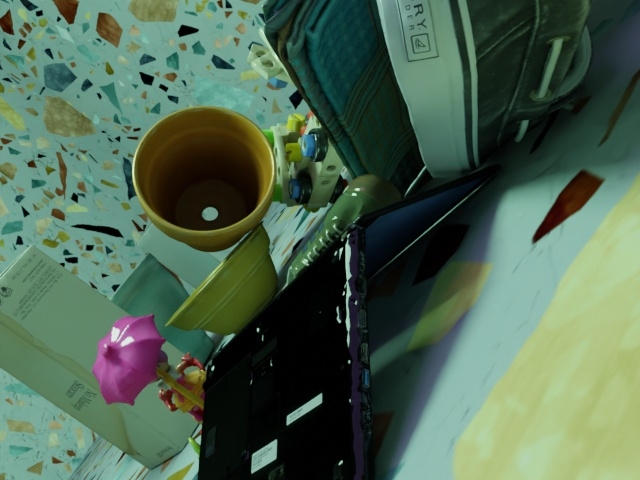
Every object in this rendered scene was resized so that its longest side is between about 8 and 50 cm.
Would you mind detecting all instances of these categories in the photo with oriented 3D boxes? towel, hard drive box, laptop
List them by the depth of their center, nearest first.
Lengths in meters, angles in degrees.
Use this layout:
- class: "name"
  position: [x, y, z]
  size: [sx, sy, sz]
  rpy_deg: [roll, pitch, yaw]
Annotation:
- class: "laptop"
  position: [0.019, 0.090, 0.562]
  size: [0.234, 0.136, 0.264]
  rpy_deg: [-45, 36, 46]
- class: "towel"
  position: [0.094, -0.181, 0.667]
  size: [0.271, 0.040, 0.370]
  rpy_deg: [-53, -22, -6]
- class: "hard drive box"
  position: [-0.230, 0.011, 1.599]
  size: [0.089, 0.232, 0.181]
  rpy_deg: [-49, 9, 28]

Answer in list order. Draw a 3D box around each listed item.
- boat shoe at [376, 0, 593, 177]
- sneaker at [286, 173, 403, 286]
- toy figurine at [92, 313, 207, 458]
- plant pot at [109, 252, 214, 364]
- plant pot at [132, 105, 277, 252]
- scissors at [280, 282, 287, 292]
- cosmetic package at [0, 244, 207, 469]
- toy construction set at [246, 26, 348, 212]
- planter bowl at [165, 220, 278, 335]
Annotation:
- class: "boat shoe"
  position: [0.119, -0.109, 0.516]
  size: [0.119, 0.121, 0.335]
  rpy_deg: [-8, 1, 13]
- class: "sneaker"
  position: [0.015, 0.018, 0.734]
  size: [0.086, 0.064, 0.192]
  rpy_deg: [-54, 1, -28]
- class: "toy figurine"
  position: [-0.128, 0.129, 0.712]
  size: [0.130, 0.159, 0.173]
  rpy_deg: [-53, 7, -4]
- class: "plant pot"
  position: [-0.315, 0.196, 1.391]
  size: [0.293, 0.196, 0.293]
  rpy_deg: [-52, 7, 9]
- class: "plant pot"
  position: [-0.171, -0.071, 1.203]
  size: [0.205, 0.205, 0.188]
  rpy_deg: [-55, -8, -19]
- class: "scissors"
  position: [0.000, 0.000, 1.061]
  size: [0.109, 0.021, 0.297]
  rpy_deg: [-49, 9, 35]
- class: "cosmetic package"
  position: [-0.302, 0.162, 1.043]
  size: [0.113, 0.309, 0.160]
  rpy_deg: [-57, 8, -36]
- class: "toy construction set"
  position: [-0.022, -0.171, 1.215]
  size: [0.328, 0.151, 0.215]
  rpy_deg: [89, 169, -58]
- class: "planter bowl"
  position: [-0.129, 0.078, 1.192]
  size: [0.217, 0.090, 0.217]
  rpy_deg: [-46, 6, 7]
